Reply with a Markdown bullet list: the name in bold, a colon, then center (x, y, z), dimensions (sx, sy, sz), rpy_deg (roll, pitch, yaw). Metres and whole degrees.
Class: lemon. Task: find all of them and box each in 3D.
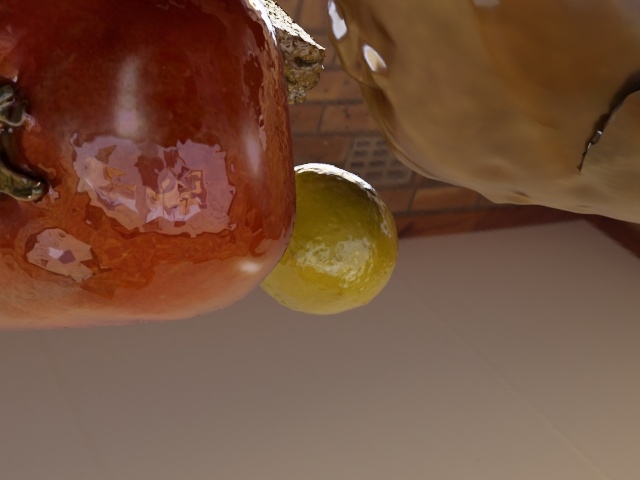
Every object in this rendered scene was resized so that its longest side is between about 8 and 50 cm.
- **lemon**: center (0.001, 0.000, 1.597), dimensions (0.260, 0.260, 0.284), rpy_deg (21, 178, 8)

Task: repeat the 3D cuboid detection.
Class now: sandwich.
- **sandwich**: center (-0.175, -0.382, 1.674), dimensions (0.262, 0.131, 0.325), rpy_deg (10, -149, -47)

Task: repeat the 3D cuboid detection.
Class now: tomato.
- **tomato**: center (-0.174, -0.071, 0.706), dimensions (0.325, 0.293, 0.290), rpy_deg (-16, -178, 23)

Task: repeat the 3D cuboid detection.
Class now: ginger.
- **ginger**: center (0.119, -0.135, 0.389), dimensions (0.223, 0.200, 0.269), rpy_deg (36, -112, 10)
